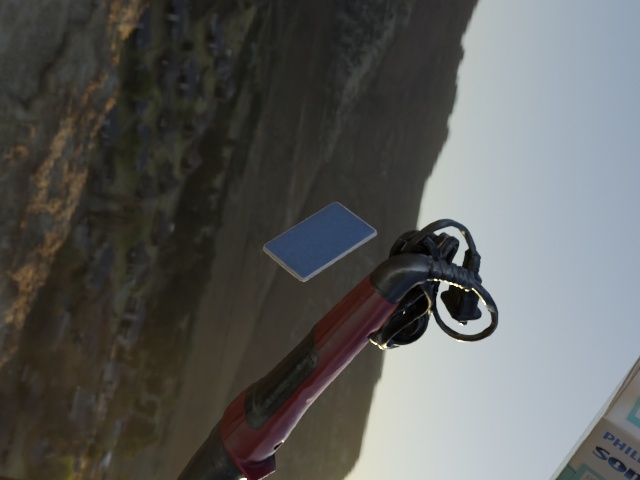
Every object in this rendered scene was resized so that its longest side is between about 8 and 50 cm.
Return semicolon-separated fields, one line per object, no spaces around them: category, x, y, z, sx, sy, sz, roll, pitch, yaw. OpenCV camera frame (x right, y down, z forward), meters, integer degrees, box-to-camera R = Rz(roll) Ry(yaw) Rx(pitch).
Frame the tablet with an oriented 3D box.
tablet;0.000;0.000;0.720;0.083;0.054;0.006;-33;142;-27

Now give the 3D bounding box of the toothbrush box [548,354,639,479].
toothbrush box;0.338;0.283;0.868;0.126;0.216;0.296;-38;156;-42

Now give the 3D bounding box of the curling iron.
curling iron;-0.020;0.091;0.400;0.274;0.068;0.035;-48;-141;27
